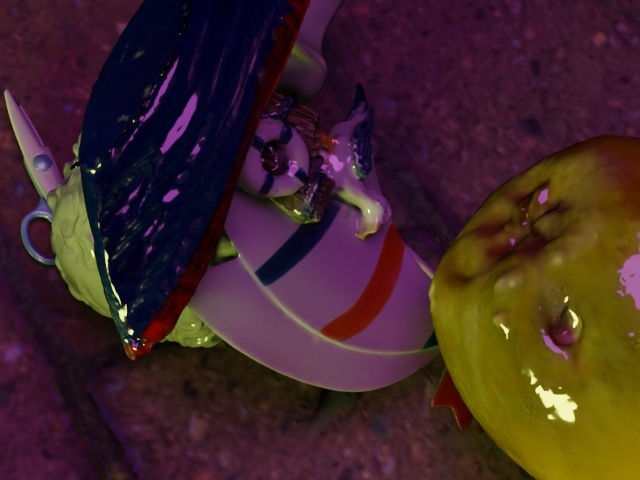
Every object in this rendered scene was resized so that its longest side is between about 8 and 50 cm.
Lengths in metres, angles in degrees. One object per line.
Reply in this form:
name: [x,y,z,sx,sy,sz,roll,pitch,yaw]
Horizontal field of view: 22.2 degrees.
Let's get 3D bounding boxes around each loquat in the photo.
loquat: [0.184,0.061,0.890,0.246,0.213,0.213,39,58,-23]

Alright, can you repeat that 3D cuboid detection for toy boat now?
toy boat: [-0.021,0.008,0.873,0.219,0.072,0.318,-45,120,-34]

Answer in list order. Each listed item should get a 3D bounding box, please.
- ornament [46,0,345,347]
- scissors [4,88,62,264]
ornament: [-0.068,-0.079,0.960,0.130,0.120,0.285,25,63,-16]
scissors: [-0.168,-0.041,0.988,0.058,0.014,0.119,-21,70,-20]
